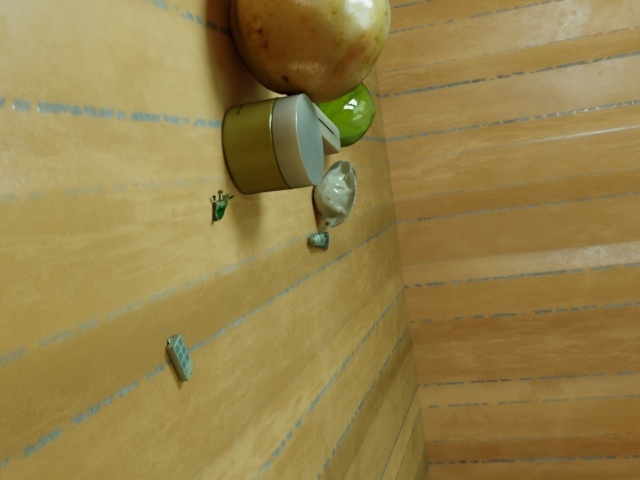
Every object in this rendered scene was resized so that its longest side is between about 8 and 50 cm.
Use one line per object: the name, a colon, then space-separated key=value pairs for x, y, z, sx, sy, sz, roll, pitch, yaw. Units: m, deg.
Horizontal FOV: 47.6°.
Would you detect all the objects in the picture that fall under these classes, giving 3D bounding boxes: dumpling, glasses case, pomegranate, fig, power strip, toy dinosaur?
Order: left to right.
power strip: x=-0.253 y=0.212 z=1.311 sx=0.040 sy=0.016 sz=0.090 roll=-73 pitch=152 yaw=-56
toy dinosaur: x=-0.213 y=-0.078 z=1.581 sx=0.120 sy=0.029 sz=0.060 roll=-61 pitch=158 yaw=-74
glasses case: x=-0.049 y=-0.309 z=2.039 sx=0.336 sy=0.144 sz=0.076 roll=25 pitch=61 yaw=-73
pomegranate: x=-0.024 y=-0.538 z=1.742 sx=0.411 sy=0.411 sz=0.412 roll=-7 pitch=90 yaw=-75
fig: x=0.046 y=-0.391 z=2.382 sx=0.314 sy=0.233 sz=0.233 roll=-60 pitch=151 yaw=-18
dumpling: x=0.057 y=-0.162 z=2.330 sx=0.142 sy=0.172 sz=0.247 roll=24 pitch=48 yaw=-37

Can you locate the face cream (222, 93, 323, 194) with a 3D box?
face cream: x=-0.108 y=-0.225 z=1.715 sx=0.218 sy=0.179 sz=0.218 roll=-7 pitch=90 yaw=-75

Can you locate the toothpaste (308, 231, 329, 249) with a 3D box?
toothpaste: x=0.000 y=0.000 z=2.290 sx=0.233 sy=0.038 sz=0.060 roll=4 pitch=83 yaw=-77
